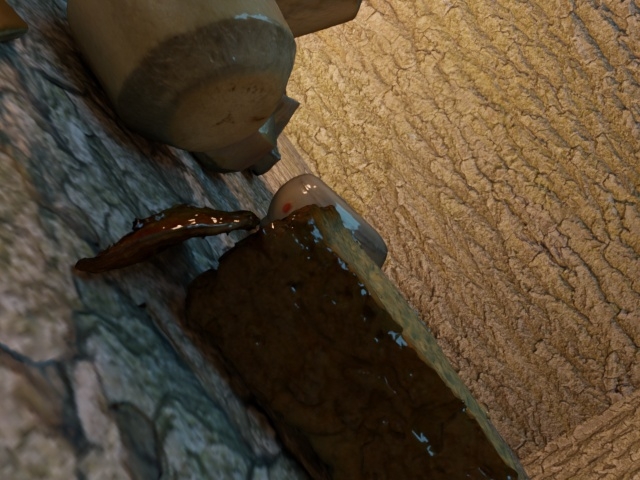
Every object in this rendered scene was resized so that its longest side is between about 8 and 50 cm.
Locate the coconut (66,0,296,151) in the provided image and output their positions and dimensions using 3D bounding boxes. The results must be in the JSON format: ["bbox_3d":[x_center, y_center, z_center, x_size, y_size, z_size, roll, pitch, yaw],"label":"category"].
[{"bbox_3d":[-0.141,-0.212,0.525,0.222,0.202,0.202,61,8,10],"label":"coconut"}]

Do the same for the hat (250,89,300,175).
[{"bbox_3d":[-0.131,-0.251,0.932,0.226,0.164,0.219,51,28,-26],"label":"hat"}]

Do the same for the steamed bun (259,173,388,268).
[{"bbox_3d":[0.000,0.000,0.712,0.177,0.131,0.228,45,8,6],"label":"steamed bun"}]

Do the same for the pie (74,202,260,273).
[{"bbox_3d":[-0.088,-0.011,0.370,0.191,0.088,0.033,-72,155,-82],"label":"pie"}]

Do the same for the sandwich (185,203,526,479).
[{"bbox_3d":[0.045,0.120,0.471,0.325,0.131,0.262,52,6,-2],"label":"sandwich"}]

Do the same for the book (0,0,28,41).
[{"bbox_3d":[-0.297,-0.222,0.249,0.295,0.020,0.208,51,8,-26],"label":"book"}]

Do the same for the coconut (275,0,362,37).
[{"bbox_3d":[-0.028,-0.523,0.934,0.328,0.329,0.329,53,7,-10],"label":"coconut"}]

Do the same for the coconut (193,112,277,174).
[{"bbox_3d":[-0.118,-0.157,0.702,0.116,0.122,0.116,53,8,-11],"label":"coconut"}]
